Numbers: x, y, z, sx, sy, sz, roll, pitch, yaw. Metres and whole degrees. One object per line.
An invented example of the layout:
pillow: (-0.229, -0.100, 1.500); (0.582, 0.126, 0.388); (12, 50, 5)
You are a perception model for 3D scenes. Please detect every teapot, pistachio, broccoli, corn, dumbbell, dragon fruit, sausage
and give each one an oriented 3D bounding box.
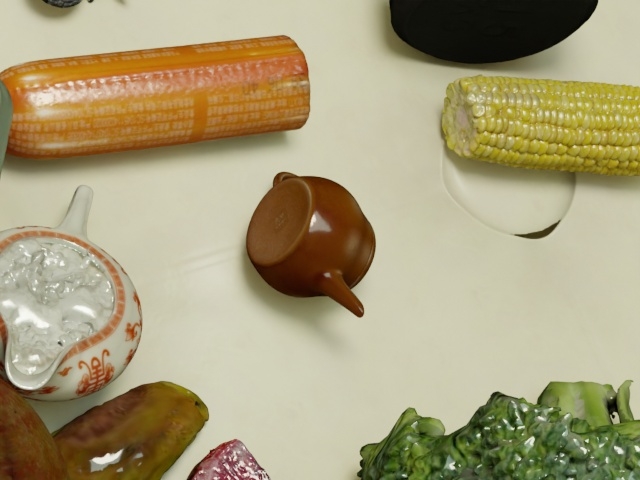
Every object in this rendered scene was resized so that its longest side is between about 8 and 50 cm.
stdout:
teapot: (0.000, 0.000, 1.460); (0.116, 0.116, 0.173); (2, 41, -20)
pistachio: (-0.159, 0.172, 1.349); (0.173, 0.049, 0.089); (-28, 81, -28)
broccoli: (0.213, 0.248, 1.375); (0.375, 0.302, 0.249); (0, 88, 8)
teapot: (-0.224, 0.051, 1.339); (0.159, 0.116, 0.245); (7, 48, -7)
corn: (0.239, -0.113, 1.598); (0.244, 0.093, 0.093); (4, 67, -19)
dumbbell: (0.158, -0.357, 1.610); (0.204, 0.204, 0.322); (5, 67, -19)
dragon fruit: (-0.076, 0.241, 1.325); (0.096, 0.102, 0.147); (-24, 69, -35)
sausage: (-0.167, -0.125, 1.451); (0.312, 0.093, 0.093); (-9, 71, -23)

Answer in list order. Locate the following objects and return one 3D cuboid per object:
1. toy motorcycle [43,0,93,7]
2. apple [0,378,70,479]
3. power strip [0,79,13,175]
toy motorcycle: (-0.247, -0.303, 1.514); (0.106, 0.074, 0.190); (-15, 74, -35)
apple: (-0.297, 0.203, 1.179); (0.257, 0.234, 0.256); (10, 62, -18)
power strip: (-0.389, -0.045, 1.239); (0.261, 0.141, 0.229); (9, 82, 11)
